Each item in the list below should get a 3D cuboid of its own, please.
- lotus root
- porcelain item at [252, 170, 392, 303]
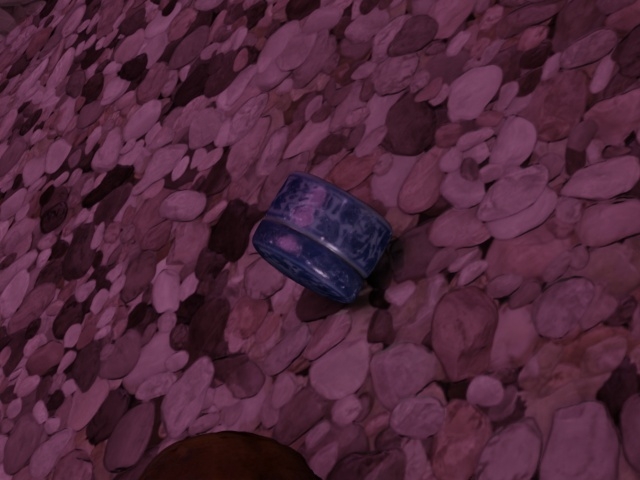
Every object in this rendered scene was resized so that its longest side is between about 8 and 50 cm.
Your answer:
[{"bbox_3d":[-0.086,0.290,1.089,0.272,0.272,0.192,-28,32,28],"label":"lotus root"},{"bbox_3d":[0.000,0.000,1.312,0.147,0.147,0.114,19,76,52],"label":"porcelain item"}]
